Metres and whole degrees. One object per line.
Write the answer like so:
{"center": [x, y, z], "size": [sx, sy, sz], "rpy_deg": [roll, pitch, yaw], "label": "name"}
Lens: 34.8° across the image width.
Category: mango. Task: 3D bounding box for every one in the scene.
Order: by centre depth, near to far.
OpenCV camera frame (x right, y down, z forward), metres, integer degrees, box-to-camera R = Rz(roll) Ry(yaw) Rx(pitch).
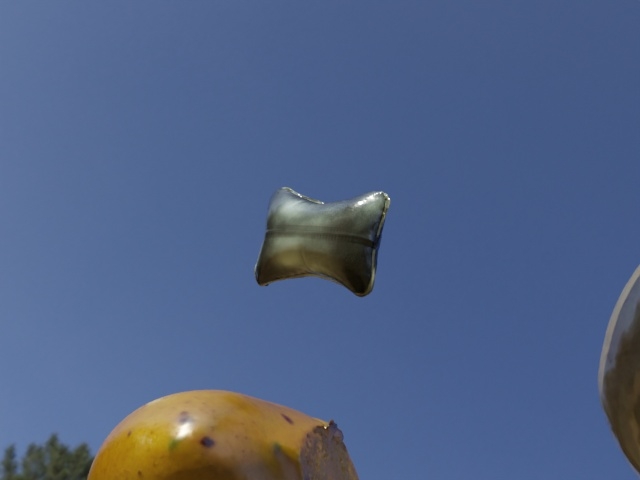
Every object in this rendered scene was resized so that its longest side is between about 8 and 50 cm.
{"center": [-0.075, 0.202, 0.760], "size": [0.190, 0.160, 0.290], "rpy_deg": [-12, -35, 9], "label": "mango"}

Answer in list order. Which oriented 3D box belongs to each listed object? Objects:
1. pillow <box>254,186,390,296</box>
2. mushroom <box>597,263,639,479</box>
{"center": [-0.001, -0.001, 0.915], "size": [0.135, 0.091, 0.055], "rpy_deg": [5, -37, 40], "label": "pillow"}
{"center": [0.377, 0.125, 0.877], "size": [0.297, 0.297, 0.290], "rpy_deg": [40, -11, 6], "label": "mushroom"}
